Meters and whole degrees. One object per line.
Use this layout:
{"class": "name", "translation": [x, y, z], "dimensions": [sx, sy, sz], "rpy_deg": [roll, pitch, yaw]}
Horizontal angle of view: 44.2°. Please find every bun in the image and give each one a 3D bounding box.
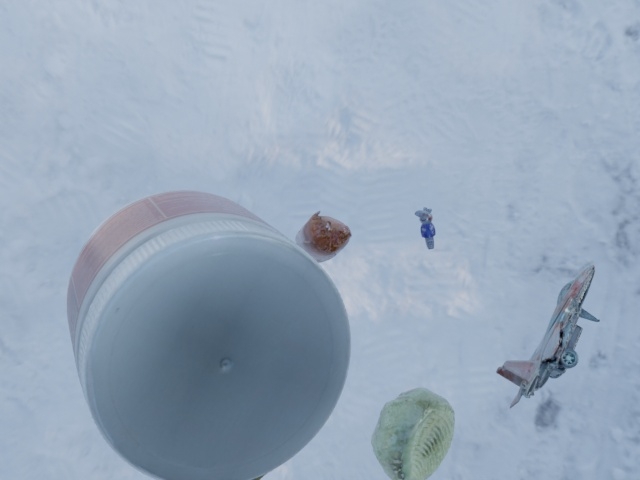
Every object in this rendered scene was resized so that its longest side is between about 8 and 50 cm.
{"class": "bun", "translation": [0.169, 0.368, 1.513], "dimensions": [0.118, 0.195, 0.196], "rpy_deg": [25, 87, 36]}

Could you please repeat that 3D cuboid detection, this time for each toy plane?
{"class": "toy plane", "translation": [0.465, 0.181, 1.528], "dimensions": [0.104, 0.223, 0.326], "rpy_deg": [39, 72, 12]}

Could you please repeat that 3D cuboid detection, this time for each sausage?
{"class": "sausage", "translation": [0.000, 0.000, 1.718], "dimensions": [0.102, 0.330, 0.102], "rpy_deg": [1, 85, -6]}

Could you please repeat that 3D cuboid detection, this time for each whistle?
{"class": "whistle", "translation": [0.198, -0.022, 1.472], "dimensions": [0.033, 0.029, 0.083], "rpy_deg": [-12, 108, 3]}

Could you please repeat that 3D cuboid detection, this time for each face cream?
{"class": "face cream", "translation": [-0.099, 0.068, 0.645], "dimensions": [0.200, 0.187, 0.201], "rpy_deg": [-5, 104, -20]}

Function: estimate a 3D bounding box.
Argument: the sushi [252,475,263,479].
{"class": "sushi", "translation": [-0.154, 0.250, 1.182], "dimensions": [0.139, 0.291, 0.131], "rpy_deg": [-30, 119, -28]}
